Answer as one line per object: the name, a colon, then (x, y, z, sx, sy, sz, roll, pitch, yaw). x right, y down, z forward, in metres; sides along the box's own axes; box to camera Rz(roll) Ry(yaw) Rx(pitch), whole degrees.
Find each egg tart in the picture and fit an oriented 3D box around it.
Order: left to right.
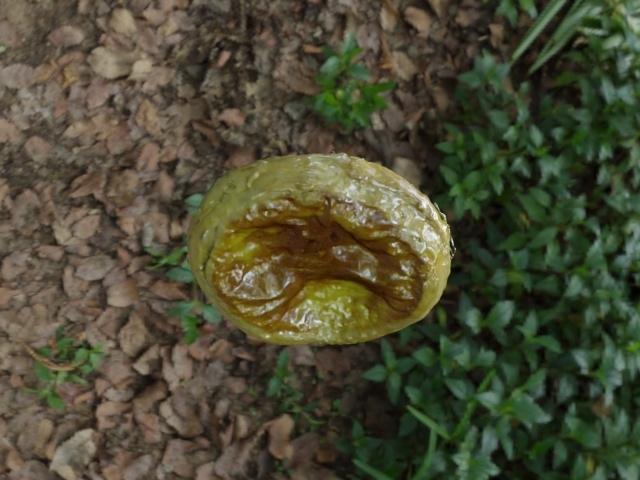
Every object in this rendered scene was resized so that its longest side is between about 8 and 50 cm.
egg tart: (0.000, 0.000, 1.489, 0.443, 0.443, 0.178, 34, 40, -26)
